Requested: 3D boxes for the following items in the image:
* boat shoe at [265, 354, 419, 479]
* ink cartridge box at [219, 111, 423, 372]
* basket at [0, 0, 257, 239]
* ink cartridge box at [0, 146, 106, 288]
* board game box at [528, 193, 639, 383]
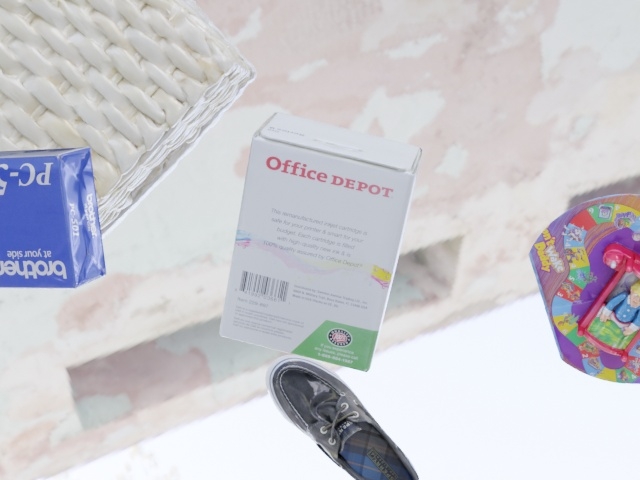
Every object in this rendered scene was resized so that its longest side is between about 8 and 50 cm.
[{"bbox_3d":[0.030,0.218,1.234,0.080,0.228,0.076,-41,5,-9],"label":"boat shoe"},{"bbox_3d":[0.000,0.000,1.060,0.154,0.093,0.212,14,-66,5],"label":"ink cartridge box"},{"bbox_3d":[-0.293,-0.186,1.165,0.328,0.331,0.266,-45,4,2],"label":"basket"},{"bbox_3d":[-0.264,-0.016,0.818,0.046,0.207,0.097,-31,-62,-66],"label":"ink cartridge box"},{"bbox_3d":[0.240,0.048,0.866,0.133,0.033,0.168,-12,-72,23],"label":"board game box"}]
